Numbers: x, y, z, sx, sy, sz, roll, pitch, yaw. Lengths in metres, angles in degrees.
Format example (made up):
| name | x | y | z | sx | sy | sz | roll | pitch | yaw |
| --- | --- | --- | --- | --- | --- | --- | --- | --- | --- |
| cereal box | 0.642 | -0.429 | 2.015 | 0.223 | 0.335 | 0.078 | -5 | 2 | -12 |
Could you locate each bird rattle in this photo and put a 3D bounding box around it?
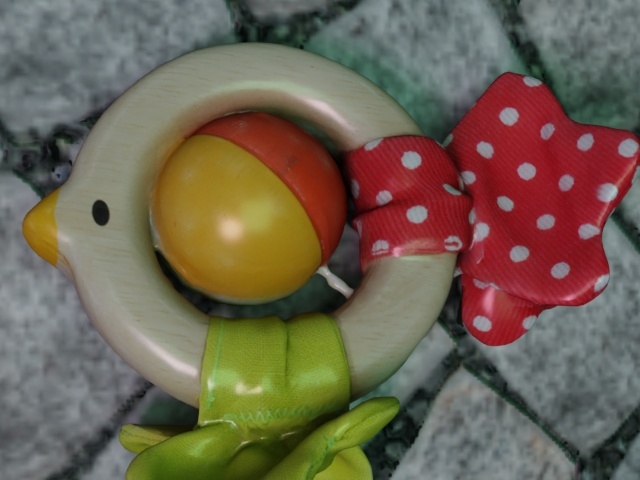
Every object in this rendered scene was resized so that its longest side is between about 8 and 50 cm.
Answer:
| name | x | y | z | sx | sy | sz | roll | pitch | yaw |
| --- | --- | --- | --- | --- | --- | --- | --- | --- | --- |
| bird rattle | 0.000 | 0.000 | 0.420 | 0.207 | 0.143 | 0.253 | 42 | 77 | 2 |
